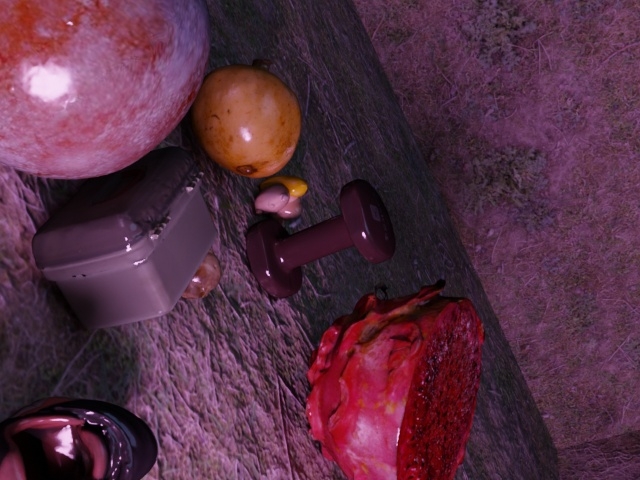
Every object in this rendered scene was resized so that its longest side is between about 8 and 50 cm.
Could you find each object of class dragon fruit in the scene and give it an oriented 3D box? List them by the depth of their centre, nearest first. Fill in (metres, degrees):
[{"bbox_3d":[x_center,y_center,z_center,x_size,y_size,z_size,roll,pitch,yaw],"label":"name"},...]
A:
[{"bbox_3d":[0.113,0.252,1.321,0.371,0.249,0.386,-63,148,-28],"label":"dragon fruit"}]

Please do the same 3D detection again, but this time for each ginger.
[{"bbox_3d":[-0.190,-0.020,1.078,0.104,0.080,0.204,-26,95,-37],"label":"ginger"}]

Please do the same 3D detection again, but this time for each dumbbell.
[{"bbox_3d":[0.000,0.000,1.321,0.124,0.225,0.140,18,53,-61],"label":"dumbbell"}]

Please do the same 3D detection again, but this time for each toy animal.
[{"bbox_3d":[-0.062,-0.065,1.436,0.114,0.091,0.082,-72,152,-61],"label":"toy animal"}]

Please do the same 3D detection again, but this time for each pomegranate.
[{"bbox_3d":[-0.115,-0.204,1.297,0.196,0.196,0.196,51,27,-40],"label":"pomegranate"}]

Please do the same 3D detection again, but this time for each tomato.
[{"bbox_3d":[-0.263,-0.214,0.803,0.316,0.282,0.317,43,28,-29],"label":"tomato"}]

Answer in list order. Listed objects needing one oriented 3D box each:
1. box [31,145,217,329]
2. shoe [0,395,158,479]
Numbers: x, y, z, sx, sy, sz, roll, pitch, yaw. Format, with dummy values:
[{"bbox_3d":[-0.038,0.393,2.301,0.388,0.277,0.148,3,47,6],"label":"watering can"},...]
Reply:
[{"bbox_3d":[-0.210,-0.007,0.922,0.210,0.147,0.129,-68,142,-58],"label":"box"},{"bbox_3d":[-0.221,0.189,0.714,0.291,0.137,0.114,2,70,-69],"label":"shoe"}]
